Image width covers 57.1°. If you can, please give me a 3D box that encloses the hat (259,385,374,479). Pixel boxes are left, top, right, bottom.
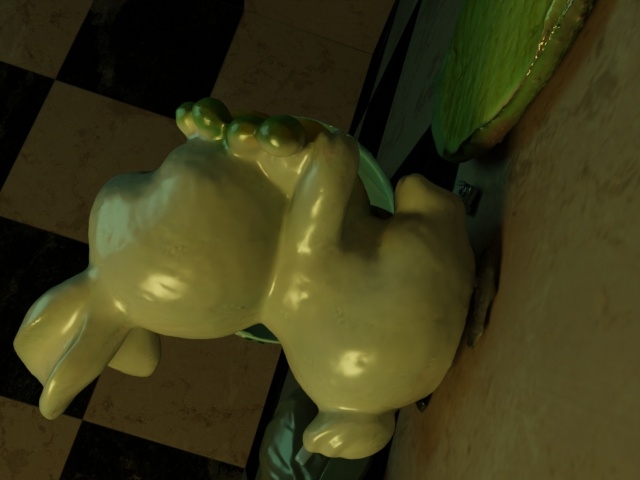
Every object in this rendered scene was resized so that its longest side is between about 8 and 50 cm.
[{"bbox_3d":[-0.019,0.227,0.562,0.173,0.144,0.166,24,-99,-71],"label":"hat"}]

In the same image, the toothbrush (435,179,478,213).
[{"bbox_3d":[0.118,-0.055,0.622,0.024,0.021,0.288,-61,5,7],"label":"toothbrush"}]

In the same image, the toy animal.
[{"bbox_3d":[-0.049,0.031,0.445,0.183,0.310,0.247,-117,40,-81],"label":"toy animal"}]

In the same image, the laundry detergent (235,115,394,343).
[{"bbox_3d":[-0.057,0.008,0.858,0.305,0.287,0.287,129,159,-78],"label":"laundry detergent"}]

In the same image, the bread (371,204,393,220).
[{"bbox_3d":[0.000,0.000,0.605,0.088,0.232,0.128,-30,50,50],"label":"bread"}]

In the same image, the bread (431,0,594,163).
[{"bbox_3d":[0.165,-0.207,0.476,0.301,0.045,0.301,-163,90,-84],"label":"bread"}]
